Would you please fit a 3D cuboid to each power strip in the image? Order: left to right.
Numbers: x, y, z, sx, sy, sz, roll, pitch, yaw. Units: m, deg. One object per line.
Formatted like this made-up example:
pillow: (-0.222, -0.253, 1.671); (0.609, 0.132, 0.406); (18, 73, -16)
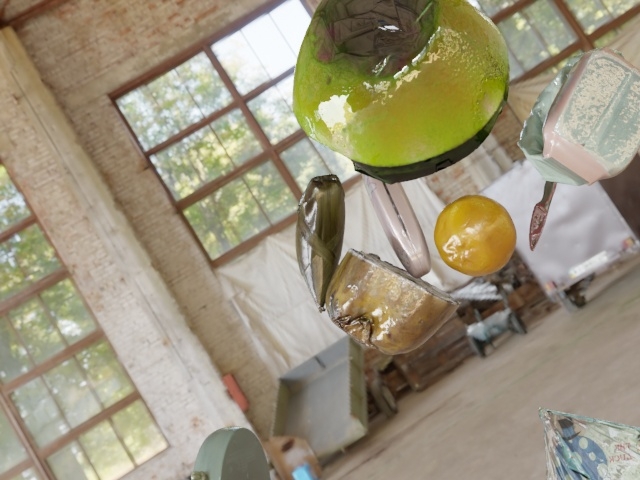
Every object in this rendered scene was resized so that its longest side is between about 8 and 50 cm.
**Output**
power strip: (-0.147, 0.386, 1.179); (0.054, 0.168, 0.253); (-11, -12, 16)

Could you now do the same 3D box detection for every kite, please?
kite: (0.495, 0.446, 1.308); (0.014, 0.368, 0.406); (1, -50, -30)

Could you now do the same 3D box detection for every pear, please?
pear: (0.118, -0.313, 1.252); (0.398, 0.399, 0.165); (-32, -30, 2)

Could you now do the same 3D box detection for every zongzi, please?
zongzi: (0.000, 0.000, 1.601); (0.112, 0.242, 0.221); (2, -41, -3)

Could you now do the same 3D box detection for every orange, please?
orange: (0.286, -0.006, 1.381); (0.159, 0.159, 0.136); (-37, 2, 42)

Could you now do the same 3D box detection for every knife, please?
knife: (0.518, -0.081, 1.713); (0.018, 0.035, 0.247); (110, -175, -63)

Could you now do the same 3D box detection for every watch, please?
watch: (0.441, -0.216, 1.275); (0.253, 0.161, 0.241); (-58, 10, -9)

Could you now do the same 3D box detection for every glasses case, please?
glasses case: (0.157, -0.060, 1.554); (0.075, 0.297, 0.113); (-24, -16, 1)

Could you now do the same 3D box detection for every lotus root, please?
lotus root: (0.131, 0.134, 1.511); (0.192, 0.272, 0.272); (-56, -6, 0)
